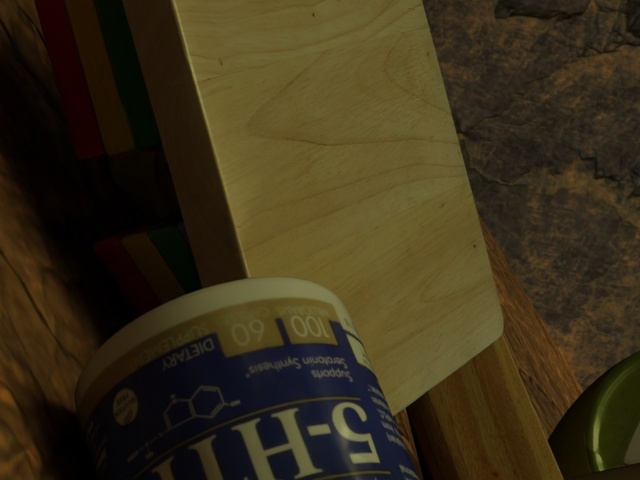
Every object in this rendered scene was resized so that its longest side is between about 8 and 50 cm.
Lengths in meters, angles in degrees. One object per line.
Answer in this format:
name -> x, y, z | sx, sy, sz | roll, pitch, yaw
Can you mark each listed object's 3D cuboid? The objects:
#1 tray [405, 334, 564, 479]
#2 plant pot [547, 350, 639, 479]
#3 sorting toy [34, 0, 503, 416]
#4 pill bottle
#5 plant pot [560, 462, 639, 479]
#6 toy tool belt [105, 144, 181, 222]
tray -> 0.140, 0.261, 1.020 | 0.203, 0.076, 0.411 | 74, -3, -46
plant pot -> 0.260, 0.186, 1.232 | 0.293, 0.275, 0.275 | 66, 1, -61
sorting toy -> -0.023, -0.039, 0.840 | 0.257, 0.089, 0.255 | -24, 101, -63
pill bottle -> -0.011, 0.117, 0.626 | 0.186, 0.112, 0.112 | 67, 10, 28
plant pot -> 0.120, 0.198, 0.751 | 0.263, 0.229, 0.263 | 58, 9, -16
toy tool belt -> -0.071, -0.031, 0.902 | 0.083, 0.051, 0.052 | 52, 14, -47
